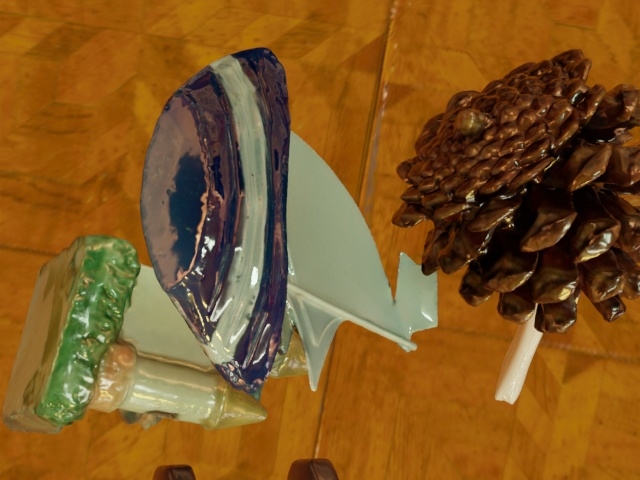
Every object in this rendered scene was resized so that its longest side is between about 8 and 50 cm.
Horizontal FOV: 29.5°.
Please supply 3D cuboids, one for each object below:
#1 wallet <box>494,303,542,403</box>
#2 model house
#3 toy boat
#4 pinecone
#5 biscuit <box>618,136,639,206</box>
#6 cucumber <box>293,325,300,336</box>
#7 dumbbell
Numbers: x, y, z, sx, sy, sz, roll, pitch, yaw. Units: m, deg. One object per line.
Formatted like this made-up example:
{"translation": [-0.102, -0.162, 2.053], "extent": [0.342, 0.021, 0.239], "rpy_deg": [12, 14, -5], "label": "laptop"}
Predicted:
{"translation": [0.268, 0.123, 1.572], "extent": [0.033, 0.095, 0.190], "rpy_deg": [20, 123, 7], "label": "wallet"}
{"translation": [-0.148, 0.136, 1.314], "extent": [0.325, 0.267, 0.194], "rpy_deg": [16, 74, -21], "label": "model house"}
{"translation": [-0.010, 0.021, 0.775], "extent": [0.070, 0.210, 0.291], "rpy_deg": [-11, 133, 33], "label": "toy boat"}
{"translation": [0.159, -0.027, 0.879], "extent": [0.208, 0.208, 0.207], "rpy_deg": [1, 101, 4], "label": "pinecone"}
{"translation": [0.373, -0.084, 1.094], "extent": [0.287, 0.344, 0.057], "rpy_deg": [-32, 97, -10], "label": "biscuit"}
{"translation": [-0.093, 0.101, 1.663], "extent": [0.077, 0.265, 0.077], "rpy_deg": [-8, 74, 29], "label": "cucumber"}
{"translation": [-0.092, 0.333, 1.490], "extent": [0.225, 0.140, 0.124], "rpy_deg": [2, 79, -22], "label": "dumbbell"}
